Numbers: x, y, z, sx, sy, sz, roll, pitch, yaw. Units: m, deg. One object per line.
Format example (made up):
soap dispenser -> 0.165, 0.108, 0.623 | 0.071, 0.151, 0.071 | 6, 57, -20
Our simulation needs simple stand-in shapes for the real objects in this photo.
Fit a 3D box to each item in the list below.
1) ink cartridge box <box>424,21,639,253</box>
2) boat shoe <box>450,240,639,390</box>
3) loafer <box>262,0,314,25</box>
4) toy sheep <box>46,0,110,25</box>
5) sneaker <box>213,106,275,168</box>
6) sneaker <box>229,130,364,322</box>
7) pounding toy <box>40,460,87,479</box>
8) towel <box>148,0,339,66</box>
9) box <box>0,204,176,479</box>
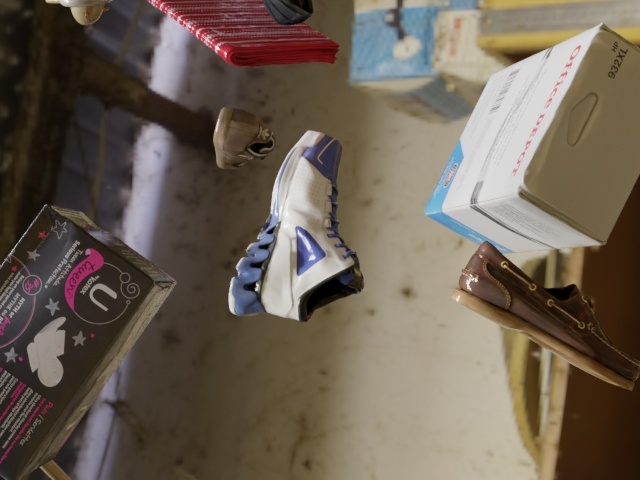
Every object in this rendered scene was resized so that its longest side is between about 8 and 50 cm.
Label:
ink cartridge box -> 0.274, -0.110, 1.462 | 0.129, 0.307, 0.223 | 30, -99, -11
boat shoe -> 0.231, 0.074, 1.166 | 0.207, 0.073, 0.073 | 29, -92, -10
loafer -> -0.079, -0.412, 1.720 | 0.076, 0.078, 0.223 | -44, -66, -25
toy sheep -> -0.272, -0.309, 1.350 | 0.091, 0.091, 0.132 | -35, -54, -48
sneaker -> -0.094, -0.121, 1.540 | 0.188, 0.071, 0.066 | 68, -140, -84
sneaker -> 0.000, 0.001, 1.882 | 0.127, 0.182, 0.315 | 65, -135, -66
pounding toy -> -0.399, 0.363, 1.476 | 0.237, 0.110, 0.183 | -53, -41, -14
towel -> -0.120, -0.326, 1.821 | 0.199, 0.275, 0.031 | -8, -58, -33
box -> -0.281, 0.105, 1.243 | 0.247, 0.142, 0.163 | -54, -3, 0
